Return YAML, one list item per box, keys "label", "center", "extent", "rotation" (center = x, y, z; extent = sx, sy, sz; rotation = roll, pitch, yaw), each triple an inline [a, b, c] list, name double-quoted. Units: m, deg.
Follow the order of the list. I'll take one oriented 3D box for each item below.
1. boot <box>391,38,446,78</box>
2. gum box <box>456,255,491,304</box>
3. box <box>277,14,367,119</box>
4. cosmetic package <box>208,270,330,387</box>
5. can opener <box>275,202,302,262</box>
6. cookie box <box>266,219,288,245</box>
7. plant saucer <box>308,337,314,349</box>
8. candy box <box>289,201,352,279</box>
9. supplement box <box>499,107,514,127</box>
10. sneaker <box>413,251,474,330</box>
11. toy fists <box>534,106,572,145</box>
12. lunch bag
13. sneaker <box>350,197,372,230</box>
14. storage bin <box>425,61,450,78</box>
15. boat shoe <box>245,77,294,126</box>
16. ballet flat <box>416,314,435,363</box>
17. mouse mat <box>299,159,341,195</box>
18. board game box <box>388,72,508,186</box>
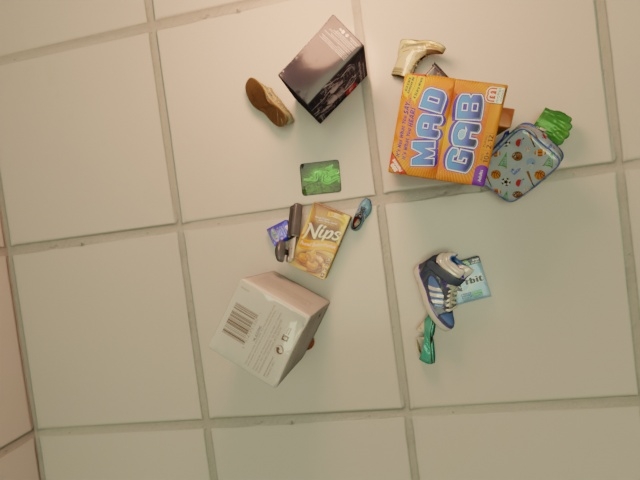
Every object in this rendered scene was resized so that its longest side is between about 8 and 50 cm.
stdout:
- label: "boot"
  center: [0.421, -0.777, 1.796]
  extent: [0.213, 0.077, 0.165]
  rotation: [21, 98, 31]
- label: "gum box"
  center: [0.651, 0.178, 1.839]
  extent: [0.157, 0.041, 0.184]
  rotation: [-18, 90, 11]
- label: "box"
  center: [0.024, -0.699, 1.749]
  extent: [0.312, 0.343, 0.179]
  rotation: [-44, 86, 9]
- label: "cosmetic package"
  center: [-0.202, 0.357, 1.800]
  extent: [0.327, 0.393, 0.329]
  rotation: [27, 97, 11]
- label: "can opener"
  center: [-0.146, -0.037, 1.889]
  extent: [0.095, 0.076, 0.283]
  rotation: [13, 73, -25]
- label: "cookie box"
  center: [-0.187, -0.036, 1.966]
  extent: [0.107, 0.040, 0.092]
  rotation: [-25, 89, 10]
- label: "plant saucer"
  center: [-0.069, 0.483, 1.984]
  extent: [0.083, 0.013, 0.083]
  rotation: [1, 93, 10]
- label: "candy box"
  center: [0.000, 0.000, 1.913]
  extent: [0.183, 0.087, 0.316]
  rotation: [23, 97, 8]
- label: "supplement box"
  center: [0.718, -0.483, 1.701]
  extent: [0.078, 0.233, 0.080]
  rotation: [10, 98, 8]
- label: "sneaker"
  center: [0.558, 0.208, 1.765]
  extent: [0.236, 0.130, 0.323]
  rotation: [-31, 77, 39]
- label: "toy fists"
  center: [0.933, -0.411, 1.742]
  extent: [0.142, 0.096, 0.279]
  rotation: [35, 100, 15]
- label: "lunch bag"
  center: [0.805, -0.322, 1.688]
  extent: [0.243, 0.115, 0.303]
  rotation: [44, 136, 7]
- label: "sneaker"
  center: [0.188, -0.115, 1.885]
  extent: [0.063, 0.073, 0.162]
  rotation: [24, 96, 8]
- label: "storage bin"
  center: [0.506, -0.689, 1.802]
  extent: [0.091, 0.098, 0.135]
  rotation: [-43, 86, 19]
- label: "boat shoe"
  center: [-0.240, -0.642, 1.933]
  extent: [0.285, 0.089, 0.104]
  rotation: [51, 125, 6]
- label: "ballet flat"
  center: [0.473, 0.431, 1.863]
  extent: [0.087, 0.083, 0.247]
  rotation: [3, 91, 23]
- label: "mouse mat"
  center: [-0.001, -0.294, 1.942]
  extent: [0.189, 0.007, 0.153]
  rotation: [-5, 92, 9]
- label: "board game box"
  center: [0.480, -0.436, 1.648]
  extent: [0.356, 0.356, 0.356]
  rotation: [10, 106, 8]
